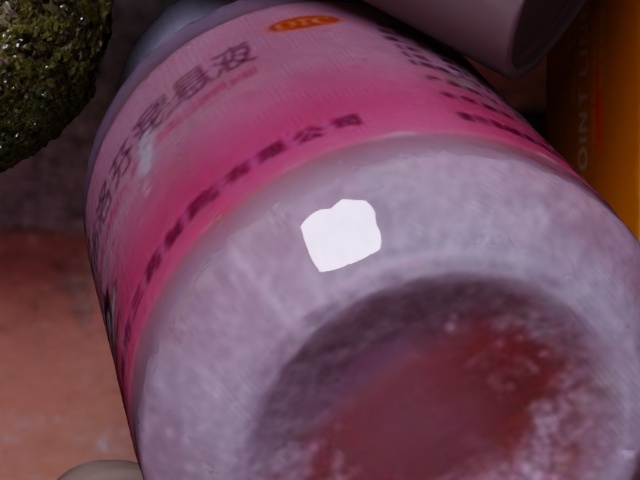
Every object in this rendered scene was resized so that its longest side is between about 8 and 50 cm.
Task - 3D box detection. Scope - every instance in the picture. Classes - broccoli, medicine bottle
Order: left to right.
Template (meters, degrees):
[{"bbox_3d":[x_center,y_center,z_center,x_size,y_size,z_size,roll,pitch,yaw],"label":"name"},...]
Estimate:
[{"bbox_3d":[-0.123,-0.077,0.499,0.120,0.131,0.130,46,114,11],"label":"broccoli"},{"bbox_3d":[0.000,0.000,0.484,0.147,0.247,0.147,-6,116,-13],"label":"medicine bottle"}]

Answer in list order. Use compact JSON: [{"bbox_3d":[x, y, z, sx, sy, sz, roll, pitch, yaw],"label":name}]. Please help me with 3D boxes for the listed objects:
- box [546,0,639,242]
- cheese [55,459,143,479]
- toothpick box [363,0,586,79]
[{"bbox_3d":[0.190,-0.051,0.550,0.221,0.091,0.273,-2,93,-14],"label":"box"},{"bbox_3d":[-0.063,0.202,0.592,0.117,0.218,0.235,6,80,-14],"label":"cheese"},{"bbox_3d":[0.003,-0.135,0.456,0.181,0.111,0.111,31,107,13],"label":"toothpick box"}]
